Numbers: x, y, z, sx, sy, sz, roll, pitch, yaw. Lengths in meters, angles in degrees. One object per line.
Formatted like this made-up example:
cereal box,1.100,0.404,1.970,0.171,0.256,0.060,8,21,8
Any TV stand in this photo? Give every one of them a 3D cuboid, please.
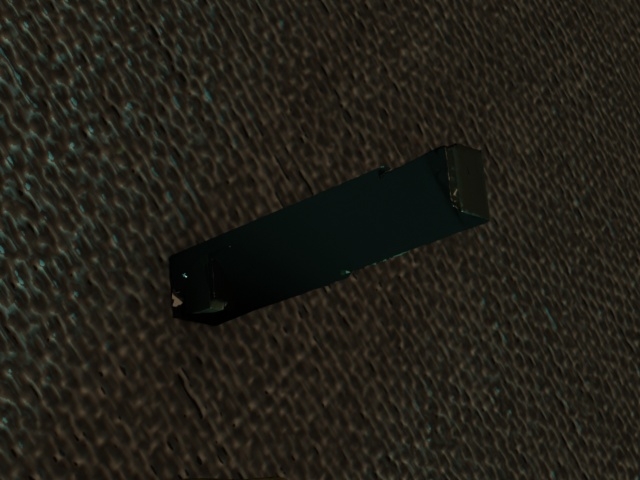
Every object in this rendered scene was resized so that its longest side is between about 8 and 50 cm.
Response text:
TV stand,0.000,0.000,1.043,0.040,0.256,0.049,14,64,-44

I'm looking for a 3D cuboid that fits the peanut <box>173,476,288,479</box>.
peanut,-0.083,0.245,0.917,0.340,0.158,0.174,-39,124,-46
